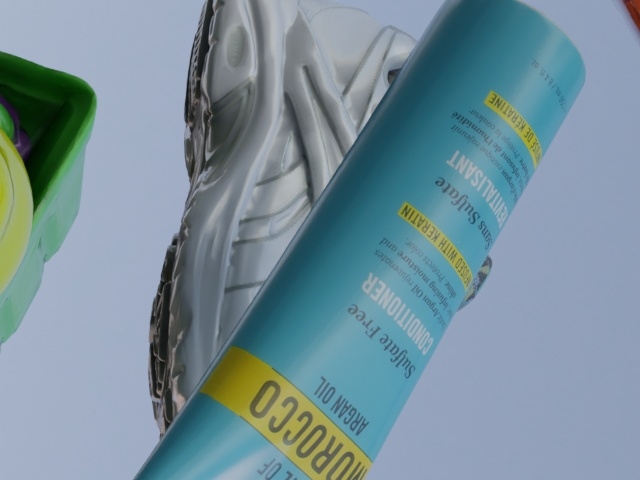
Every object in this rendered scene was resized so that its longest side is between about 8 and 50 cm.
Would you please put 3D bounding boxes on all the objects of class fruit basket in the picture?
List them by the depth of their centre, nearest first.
[{"bbox_3d":[-0.327,-0.008,1.073,0.283,0.392,0.392,19,-92,13],"label":"fruit basket"}]

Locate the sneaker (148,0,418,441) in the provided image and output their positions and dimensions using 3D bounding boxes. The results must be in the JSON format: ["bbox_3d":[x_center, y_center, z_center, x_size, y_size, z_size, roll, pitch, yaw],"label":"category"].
[{"bbox_3d":[0.000,0.000,0.551,0.115,0.090,0.232,10,-114,-8],"label":"sneaker"}]

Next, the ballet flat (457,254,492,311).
[{"bbox_3d":[0.053,-0.022,1.103,0.188,0.070,0.070,45,-76,18],"label":"ballet flat"}]

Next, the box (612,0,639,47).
[{"bbox_3d":[0.248,-0.213,1.011,0.128,0.123,0.257,-30,-152,13],"label":"box"}]

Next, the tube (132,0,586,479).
[{"bbox_3d":[0.011,0.019,0.440,0.052,0.080,0.207,6,-121,51],"label":"tube"}]
